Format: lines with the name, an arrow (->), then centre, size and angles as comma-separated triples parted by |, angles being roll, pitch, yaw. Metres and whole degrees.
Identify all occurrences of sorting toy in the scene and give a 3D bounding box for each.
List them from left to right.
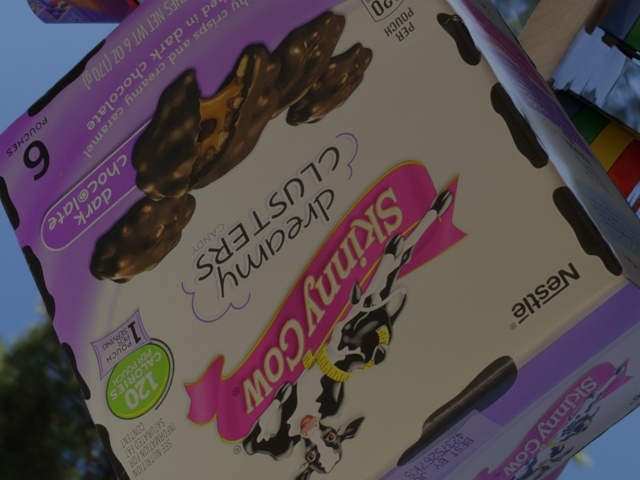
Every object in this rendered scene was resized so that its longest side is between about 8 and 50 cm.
sorting toy -> 0.163, -0.078, 0.964 | 0.089, 0.257, 0.255 | 34, -81, 11

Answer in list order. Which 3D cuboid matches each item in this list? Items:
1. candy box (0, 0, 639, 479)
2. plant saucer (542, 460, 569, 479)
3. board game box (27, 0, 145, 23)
candy box -> 0.000, 0.000, 0.555 | 0.165, 0.070, 0.196 | -40, -126, 16
plant saucer -> 0.050, 0.078, 1.331 | 0.332, 0.084, 0.332 | 0, -92, -3
board game box -> -0.103, -0.166, 1.147 | 0.168, 0.133, 0.033 | -4, -118, -30
